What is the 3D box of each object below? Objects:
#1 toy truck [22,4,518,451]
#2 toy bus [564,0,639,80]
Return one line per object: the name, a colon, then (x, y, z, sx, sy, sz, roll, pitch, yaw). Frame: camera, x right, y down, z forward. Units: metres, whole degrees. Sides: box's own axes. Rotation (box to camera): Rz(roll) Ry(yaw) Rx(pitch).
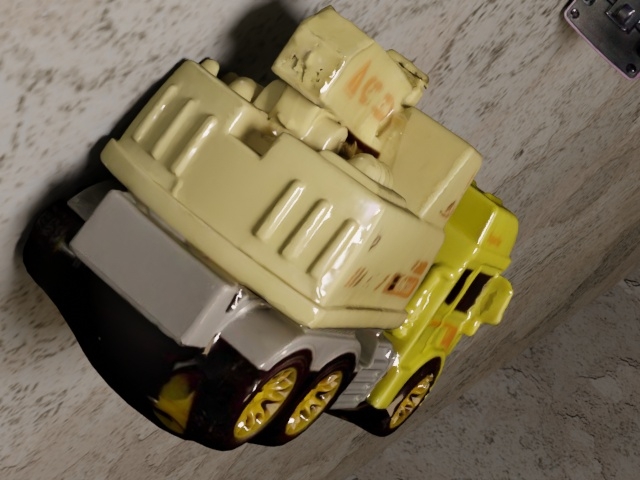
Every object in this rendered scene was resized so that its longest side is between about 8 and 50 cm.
toy truck: (0.000, 0.000, 0.919, 0.254, 0.180, 0.405, -51, 160, 8)
toy bus: (0.300, -0.232, 1.157, 0.108, 0.096, 0.199, -31, 164, -48)
